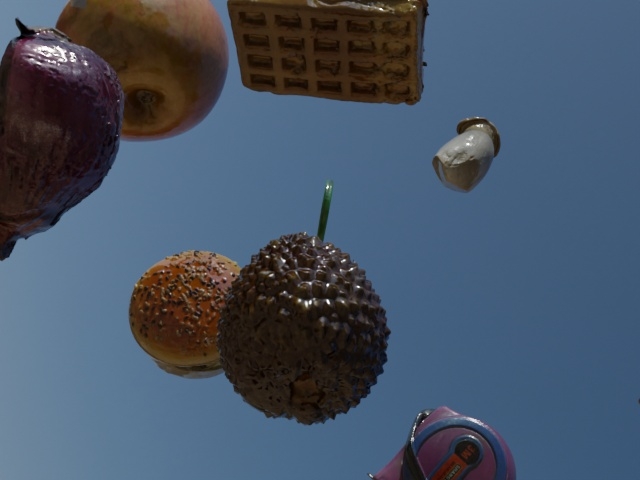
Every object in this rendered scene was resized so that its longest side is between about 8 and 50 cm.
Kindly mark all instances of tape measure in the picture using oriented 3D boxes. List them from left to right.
[{"bbox_3d":[0.251,0.447,1.714,0.245,0.231,0.149,38,-13,30],"label":"tape measure"}]

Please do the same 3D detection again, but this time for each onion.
[{"bbox_3d":[-0.367,-0.117,1.254,0.267,0.159,0.349,-122,-137,-83],"label":"onion"}]

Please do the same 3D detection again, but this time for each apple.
[{"bbox_3d":[-0.361,-0.370,1.812,0.364,0.364,0.364,28,-55,49],"label":"apple"}]

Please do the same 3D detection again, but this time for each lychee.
[{"bbox_3d":[-0.025,0.122,1.297,0.267,0.267,0.267,28,-55,49],"label":"lychee"}]

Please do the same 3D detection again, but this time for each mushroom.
[{"bbox_3d":[0.269,-0.156,1.632,0.097,0.212,0.088,13,-50,19],"label":"mushroom"}]

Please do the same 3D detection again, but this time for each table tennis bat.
[{"bbox_3d":[0.000,0.000,1.815,0.160,0.039,0.257,94,3,-76],"label":"table tennis bat"}]

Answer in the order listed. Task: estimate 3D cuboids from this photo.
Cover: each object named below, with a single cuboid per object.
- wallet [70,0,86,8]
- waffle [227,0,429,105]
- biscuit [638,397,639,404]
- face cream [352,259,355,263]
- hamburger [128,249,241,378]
[{"bbox_3d":[-0.434,-0.462,1.605,0.011,0.044,0.083,10,-80,17],"label":"wallet"},{"bbox_3d":[0.018,-0.339,1.510,0.224,0.327,0.098,84,17,-55],"label":"waffle"},{"bbox_3d":[0.571,0.173,1.412,0.036,0.165,0.250,32,-28,27],"label":"biscuit"},{"bbox_3d":[0.072,0.093,1.773,0.038,0.020,0.115,115,-29,-47],"label":"face cream"},{"bbox_3d":[-0.271,0.155,1.953,0.300,0.300,0.176,56,-22,27],"label":"hamburger"}]
